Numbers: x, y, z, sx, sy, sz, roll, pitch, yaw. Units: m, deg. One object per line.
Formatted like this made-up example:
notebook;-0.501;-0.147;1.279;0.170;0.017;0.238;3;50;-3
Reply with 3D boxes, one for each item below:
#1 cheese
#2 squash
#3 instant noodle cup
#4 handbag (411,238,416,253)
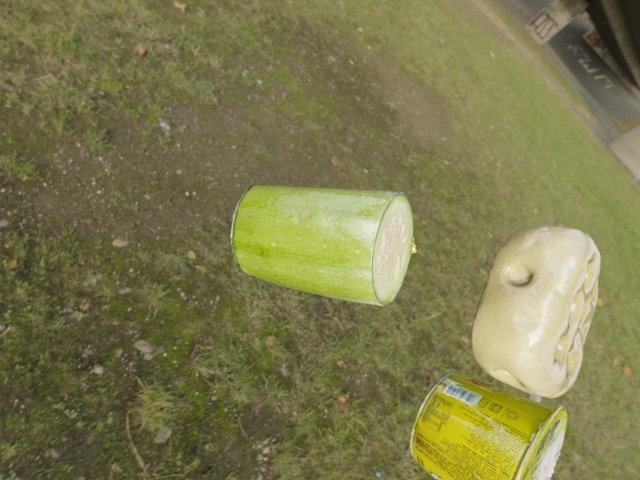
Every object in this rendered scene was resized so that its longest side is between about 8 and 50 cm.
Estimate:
cheese;0.288;0.084;0.557;0.235;0.117;0.217;-12;109;-47
squash;0.000;0.000;1.007;0.263;0.385;0.262;-24;118;-57
instant noodle cup;0.385;0.479;0.992;0.326;0.325;0.254;0;14;-46
handbag;0.246;0.001;1.245;0.027;0.061;0.083;-17;90;-64
